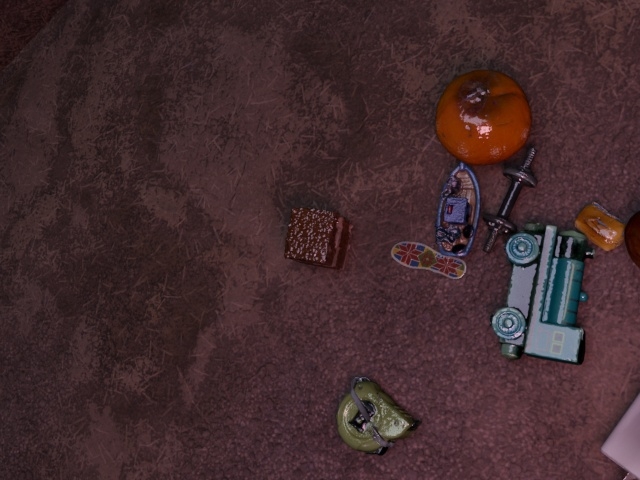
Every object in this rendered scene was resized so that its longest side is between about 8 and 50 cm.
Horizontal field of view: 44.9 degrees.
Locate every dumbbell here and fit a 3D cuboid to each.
[{"bbox_3d":[0.421,-0.089,1.722,0.082,0.082,0.253,24,88,30],"label":"dumbbell"}]

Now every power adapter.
[{"bbox_3d":[0.639,0.400,1.440,0.187,0.124,0.255,36,94,41],"label":"power adapter"}]

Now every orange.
[{"bbox_3d":[0.366,-0.279,1.739,0.224,0.170,0.224,-6,62,12],"label":"orange"}]

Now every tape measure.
[{"bbox_3d":[0.111,0.400,1.737,0.177,0.087,0.154,43,98,32],"label":"tape measure"}]

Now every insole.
[{"bbox_3d":[0.251,0.045,1.812,0.193,0.006,0.065,19,86,30],"label":"insole"}]

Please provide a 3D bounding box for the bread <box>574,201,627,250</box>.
[{"bbox_3d":[0.593,-0.028,1.633,0.072,0.053,0.106,-47,55,4],"label":"bread"}]

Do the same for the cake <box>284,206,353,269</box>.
[{"bbox_3d":[0.000,0.000,1.871,0.135,0.147,0.135,8,80,30],"label":"cake"}]

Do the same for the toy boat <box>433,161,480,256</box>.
[{"bbox_3d":[0.311,-0.072,1.763,0.100,0.097,0.223,3,78,25],"label":"toy boat"}]

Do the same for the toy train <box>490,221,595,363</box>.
[{"bbox_3d":[0.471,0.111,1.625,0.194,0.120,0.298,9,80,21],"label":"toy train"}]

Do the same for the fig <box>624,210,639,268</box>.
[{"bbox_3d":[0.715,0.037,1.474,0.191,0.191,0.290,-34,55,15],"label":"fig"}]
